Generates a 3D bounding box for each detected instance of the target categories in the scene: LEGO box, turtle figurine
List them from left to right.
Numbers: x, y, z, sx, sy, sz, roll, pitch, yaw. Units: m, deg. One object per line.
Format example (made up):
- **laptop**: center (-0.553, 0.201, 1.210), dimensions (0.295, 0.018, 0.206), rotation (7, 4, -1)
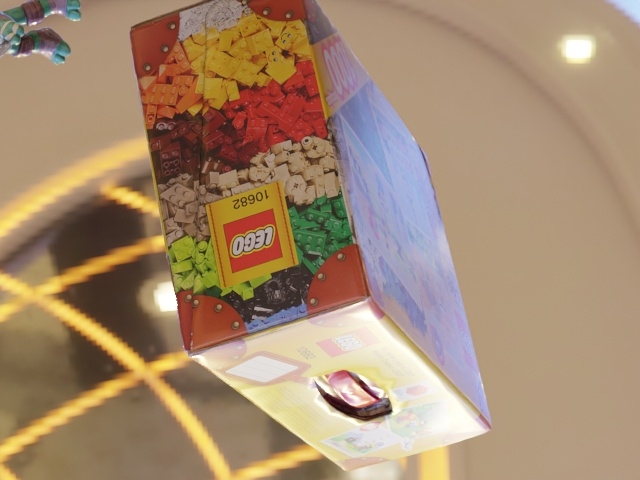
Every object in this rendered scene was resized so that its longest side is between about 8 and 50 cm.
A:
- **turtle figurine**: center (-0.414, -0.243, 2.377), dimensions (0.234, 0.175, 0.118), rotation (-25, -100, -38)
- **LEGO box**: center (0.000, 0.000, 2.062), dimensions (0.193, 0.500, 0.372), rotation (-18, -114, 12)
